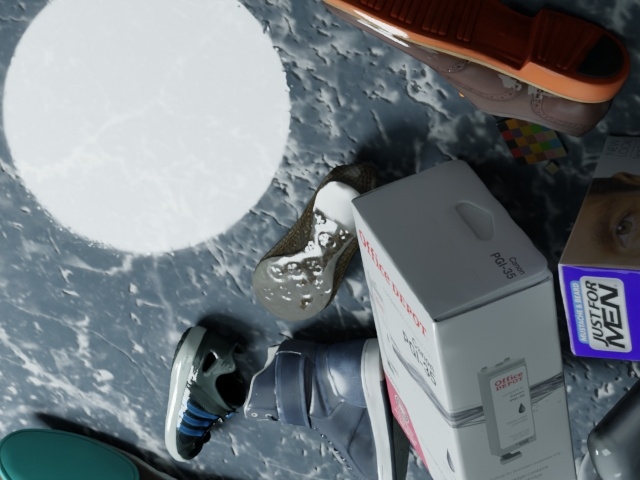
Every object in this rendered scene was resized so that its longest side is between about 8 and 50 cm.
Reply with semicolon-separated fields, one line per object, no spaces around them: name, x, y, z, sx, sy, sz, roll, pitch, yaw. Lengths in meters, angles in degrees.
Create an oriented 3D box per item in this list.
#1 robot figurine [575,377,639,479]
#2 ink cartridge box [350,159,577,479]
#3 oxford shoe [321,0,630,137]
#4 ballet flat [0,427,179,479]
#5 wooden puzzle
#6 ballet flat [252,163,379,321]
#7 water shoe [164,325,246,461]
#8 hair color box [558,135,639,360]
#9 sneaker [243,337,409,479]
robot figurine;0.368;0.292;1.521;0.300;0.200;0.353;20;143;50
ink cartridge box;0.133;0.099;1.453;0.117;0.207;0.283;-21;128;-9
oxford shoe;0.116;-0.157;1.324;0.271;0.097;0.098;24;142;6
ballet flat;-0.216;0.342;1.925;0.400;0.139;0.139;14;134;11
wooden puzzle;0.188;-0.092;1.405;0.049;0.006;0.083;-12;122;34
ballet flat;0.000;0.000;1.557;0.084;0.058;0.250;33;141;1
water shoe;-0.126;0.185;1.768;0.080;0.073;0.203;16;135;10
hair color box;0.381;0.011;1.273;0.339;0.185;0.110;2;130;25
sneaker;0.007;0.200;1.692;0.164;0.086;0.226;-2;119;15
